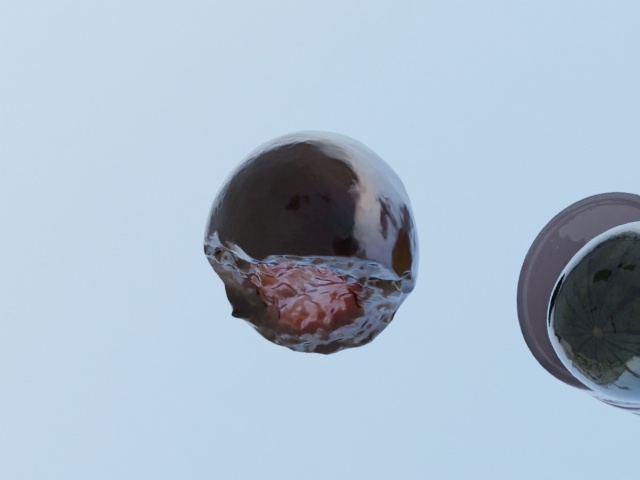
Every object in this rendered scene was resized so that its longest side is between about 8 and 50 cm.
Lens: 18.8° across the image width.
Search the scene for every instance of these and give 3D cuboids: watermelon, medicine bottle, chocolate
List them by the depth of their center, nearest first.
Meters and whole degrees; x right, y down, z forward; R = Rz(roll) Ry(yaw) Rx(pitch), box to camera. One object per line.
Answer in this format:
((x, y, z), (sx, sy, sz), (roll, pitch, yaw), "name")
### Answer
((0.139, 0.030, 0.821), (0.078, 0.111, 0.078), (0, -91, 23), "watermelon")
((0.000, 0.000, 1.074), (0.133, 0.124, 0.127), (-17, -95, 61), "chocolate")
((0.237, 0.055, 1.242), (0.133, 0.250, 0.133), (-11, -110, 32), "medicine bottle")
